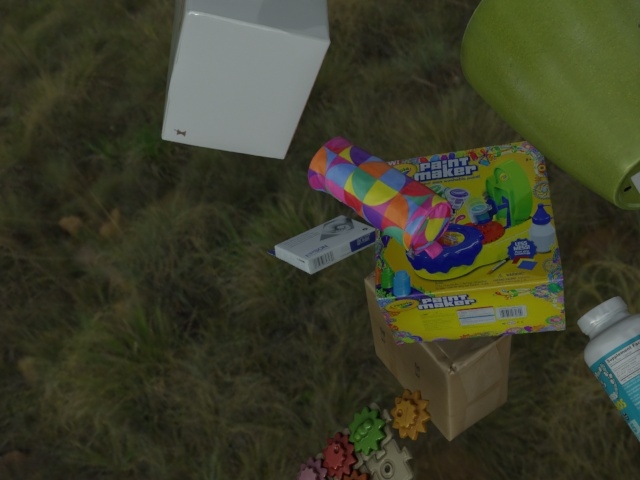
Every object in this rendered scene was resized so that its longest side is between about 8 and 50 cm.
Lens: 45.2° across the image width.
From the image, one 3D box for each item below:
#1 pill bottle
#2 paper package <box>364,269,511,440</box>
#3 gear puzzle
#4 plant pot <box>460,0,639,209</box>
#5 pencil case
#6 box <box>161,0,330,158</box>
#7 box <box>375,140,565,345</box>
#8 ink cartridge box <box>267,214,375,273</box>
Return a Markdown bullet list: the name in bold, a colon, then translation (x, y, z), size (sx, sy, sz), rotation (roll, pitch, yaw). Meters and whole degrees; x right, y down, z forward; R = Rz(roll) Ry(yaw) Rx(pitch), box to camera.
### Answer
- **pill bottle**: translation (0.569, 0.232, 1.360), size (0.146, 0.146, 0.264), rotation (-29, 66, 0)
- **paper package**: translation (0.249, 0.215, 1.645), size (0.168, 0.325, 0.309), rotation (-31, 52, -13)
- **gear puzzle**: translation (0.076, 0.391, 1.356), size (0.339, 0.044, 0.175), rotation (-48, 47, 23)
- **plant pot**: translation (0.369, -0.193, 0.997), size (0.274, 0.275, 0.294), rotation (-26, 56, 4)
- **pencil case**: translation (0.089, -0.067, 1.176), size (0.104, 0.104, 0.236), rotation (-42, 60, -17)
- **box**: translation (-0.103, -0.314, 1.013), size (0.168, 0.215, 0.345), rotation (8, 54, -15)
- **box**: translation (0.251, 0.006, 1.315), size (0.289, 0.177, 0.279), rotation (-8, 55, 14)
- **ink cartridge box**: translation (0.000, 0.000, 2.009), size (0.223, 0.045, 0.224), rotation (-25, 26, -27)
